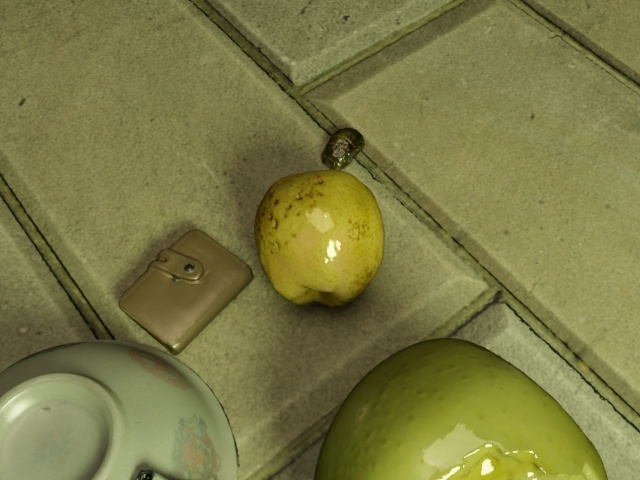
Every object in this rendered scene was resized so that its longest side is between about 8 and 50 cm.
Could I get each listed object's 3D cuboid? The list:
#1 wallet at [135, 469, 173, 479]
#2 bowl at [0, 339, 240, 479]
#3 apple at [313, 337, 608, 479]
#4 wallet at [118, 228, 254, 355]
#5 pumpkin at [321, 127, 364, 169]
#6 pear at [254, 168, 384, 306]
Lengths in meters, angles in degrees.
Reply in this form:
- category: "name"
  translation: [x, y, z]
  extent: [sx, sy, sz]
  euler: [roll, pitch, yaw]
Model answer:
- category: "wallet"
  translation: [-0.145, 0.349, 0.659]
  extent: [0.036, 0.167, 0.222]
  euler: [-8, 51, 49]
- category: "bowl"
  translation: [-0.262, 0.232, 0.732]
  extent: [0.345, 0.157, 0.346]
  euler: [0, 59, -1]
- category: "apple"
  translation: [0.125, 0.233, 0.682]
  extent: [0.278, 0.279, 0.279]
  euler: [1, 58, -1]
- category: "wallet"
  translation: [-0.174, 0.060, 0.911]
  extent: [0.118, 0.039, 0.153]
  euler: [34, 64, 16]
- category: "pumpkin"
  translation: [0.034, -0.142, 1.048]
  extent: [0.050, 0.028, 0.083]
  euler: [25, 65, 12]
- category: "pear"
  translation: [0.000, 0.000, 0.890]
  extent: [0.177, 0.178, 0.178]
  euler: [1, 58, -1]
